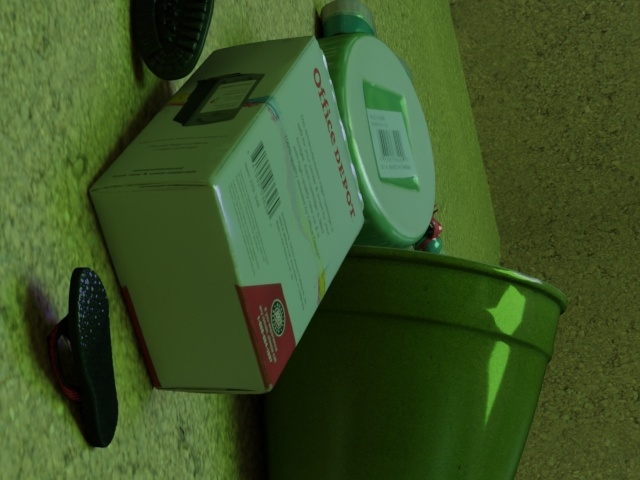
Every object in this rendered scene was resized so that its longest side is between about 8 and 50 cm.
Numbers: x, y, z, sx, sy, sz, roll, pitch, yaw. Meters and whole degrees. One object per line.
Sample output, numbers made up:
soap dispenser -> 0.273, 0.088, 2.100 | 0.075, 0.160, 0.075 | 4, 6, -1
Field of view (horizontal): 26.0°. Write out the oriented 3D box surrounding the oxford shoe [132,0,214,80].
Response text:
oxford shoe -> -0.136, -0.249, 1.394 | 0.096, 0.083, 0.227 | 68, 21, -62

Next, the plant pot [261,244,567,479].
plant pot -> 0.083, 0.220, 1.604 | 0.366, 0.367, 0.353 | 44, 53, -70

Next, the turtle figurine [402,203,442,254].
turtle figurine -> 0.098, -0.025, 1.958 | 0.234, 0.118, 0.175 | 50, -15, 36

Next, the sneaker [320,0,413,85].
sneaker -> 0.074, -0.262, 2.262 | 0.302, 0.108, 0.121 | 47, 39, -56

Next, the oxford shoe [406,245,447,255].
oxford shoe -> 0.111, 0.175, 2.060 | 0.169, 0.130, 0.449 | 40, 45, -25

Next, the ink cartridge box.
ink cartridge box -> -0.077, -0.030, 1.335 | 0.306, 0.131, 0.226 | -61, 142, -55

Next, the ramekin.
ramekin -> 0.026, -0.112, 1.726 | 0.303, 0.148, 0.303 | 39, 45, -53

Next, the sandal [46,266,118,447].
sandal -> -0.190, 0.097, 1.095 | 0.067, 0.040, 0.179 | -73, 168, -48
